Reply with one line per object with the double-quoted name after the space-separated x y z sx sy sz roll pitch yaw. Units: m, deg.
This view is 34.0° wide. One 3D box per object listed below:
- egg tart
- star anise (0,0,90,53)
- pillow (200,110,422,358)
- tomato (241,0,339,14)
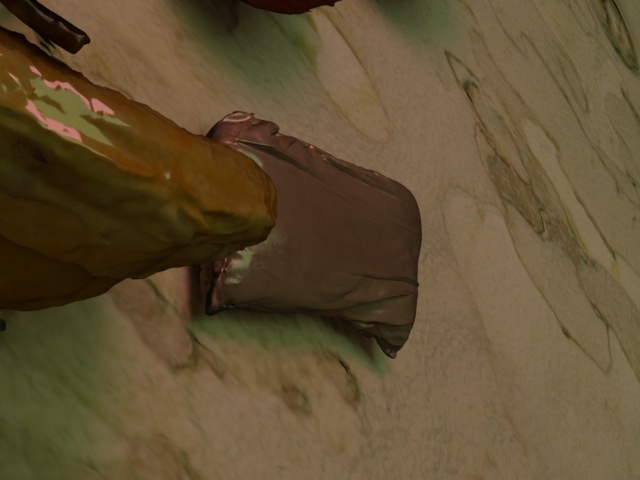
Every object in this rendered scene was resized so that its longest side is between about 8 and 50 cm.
-0.175 -0.052 0.521 0.319 0.128 0.319 31 2 -1 "egg tart"
-0.194 -0.195 0.597 0.111 0.212 0.196 -68 158 -13 "star anise"
0.000 0.000 0.853 0.270 0.067 0.173 21 58 -48 "pillow"
-0.022 -0.299 0.879 0.208 0.208 0.184 -70 147 -48 "tomato"
